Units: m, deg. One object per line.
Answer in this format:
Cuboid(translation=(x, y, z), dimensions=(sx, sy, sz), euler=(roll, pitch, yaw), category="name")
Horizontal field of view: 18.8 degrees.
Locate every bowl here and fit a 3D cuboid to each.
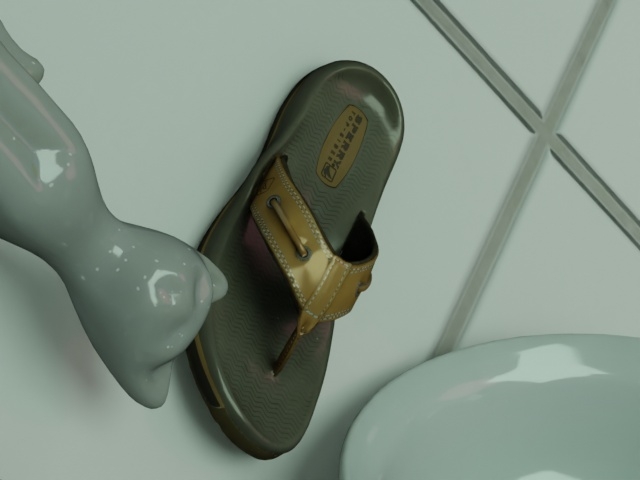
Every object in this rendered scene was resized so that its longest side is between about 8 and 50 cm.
Cuboid(translation=(0.151, 0.173, 0.916), dimensions=(0.298, 0.298, 0.134), euler=(-20, 126, -42), category="bowl")

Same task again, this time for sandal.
Cuboid(translation=(0.000, 0.000, 0.929), dimensions=(0.090, 0.060, 0.219), euler=(43, 55, -26), category="sandal")

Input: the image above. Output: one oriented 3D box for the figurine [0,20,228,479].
Cuboid(translation=(-0.143, 0.032, 0.772), dimensions=(0.209, 0.092, 0.215), euler=(50, 63, -32), category="figurine")
